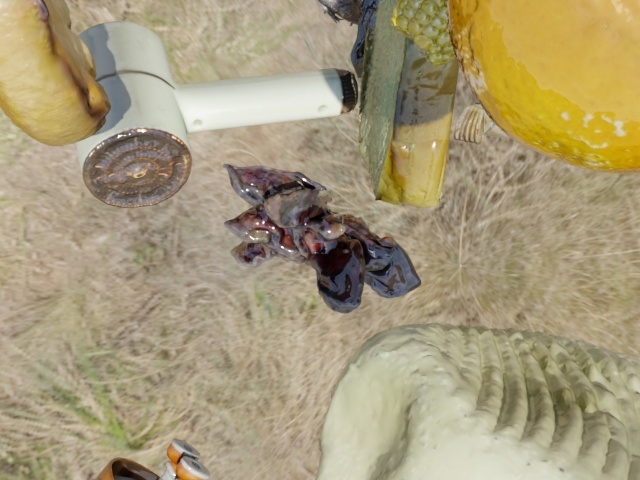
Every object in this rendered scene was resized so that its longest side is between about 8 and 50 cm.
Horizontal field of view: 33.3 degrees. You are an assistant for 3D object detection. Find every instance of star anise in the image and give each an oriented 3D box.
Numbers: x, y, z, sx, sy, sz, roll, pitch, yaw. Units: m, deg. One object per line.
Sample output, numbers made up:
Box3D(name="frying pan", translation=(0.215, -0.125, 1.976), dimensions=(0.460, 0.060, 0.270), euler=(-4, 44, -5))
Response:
Box3D(name="star anise", translation=(-0.002, -0.001, 1.235), dimensions=(0.212, 0.283, 0.129), euler=(24, 95, 24))

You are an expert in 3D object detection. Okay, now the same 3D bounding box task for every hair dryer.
Box3D(name="hair dryer", translation=(-0.112, -0.164, 1.274), dimensions=(0.362, 0.128, 0.203), euler=(-8, 50, -13))

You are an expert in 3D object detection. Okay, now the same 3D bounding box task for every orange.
Box3D(name="orange", translation=(0.150, -0.117, 0.519), dimensions=(0.178, 0.155, 0.177), euler=(7, 67, -18))

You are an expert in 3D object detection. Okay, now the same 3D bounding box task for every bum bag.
Box3D(name="bum bag", translation=(0.090, -0.310, 1.454), dimensions=(0.049, 0.087, 0.197), euler=(14, 84, 29))

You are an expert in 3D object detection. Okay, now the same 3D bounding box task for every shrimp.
Box3D(name="shrimp", translation=(0.027, -0.346, 1.517), dimensions=(0.057, 0.165, 0.065), euler=(-30, 41, 22))

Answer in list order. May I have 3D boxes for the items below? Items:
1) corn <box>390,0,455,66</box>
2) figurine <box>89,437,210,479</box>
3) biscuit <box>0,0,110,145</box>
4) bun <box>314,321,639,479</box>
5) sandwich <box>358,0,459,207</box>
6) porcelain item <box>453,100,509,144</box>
Box3D(name="corn", translation=(0.120, -0.202, 0.675), dimensions=(0.067, 0.067, 0.206), euler=(38, 93, 7))
Box3D(name="figurine", translation=(-0.209, 0.323, 1.092), dimensions=(0.143, 0.143, 0.271), euler=(28, 102, 7))
Box3D(name="biscuit", translation=(-0.285, -0.219, 0.947), dimensions=(0.102, 0.296, 0.296), euler=(-23, 86, -3))
Box3D(name="bun", translation=(0.159, 0.207, 0.750), dimensions=(0.353, 0.349, 0.227), euler=(20, 106, 5))
Box3D(name="sandwich", translation=(0.105, -0.185, 1.253), dimensions=(0.087, 0.226, 0.251), euler=(1, 119, -6))
Box3D(name="porcelain item", translation=(0.231, -0.163, 1.380), dimensions=(0.084, 0.213, 0.054), euler=(14, 109, 29))
